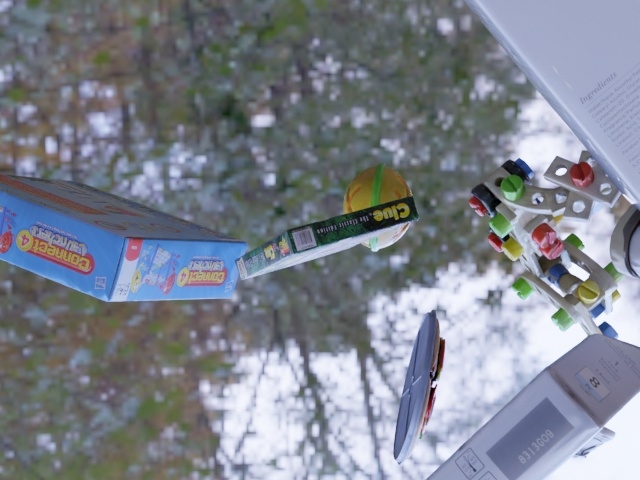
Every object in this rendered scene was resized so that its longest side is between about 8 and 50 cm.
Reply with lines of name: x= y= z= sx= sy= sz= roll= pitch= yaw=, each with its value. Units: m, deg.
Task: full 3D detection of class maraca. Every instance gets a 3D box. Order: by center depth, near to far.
maraca: x=0.084 y=-0.047 z=2.097 sx=0.099 sy=0.127 sz=0.186 roll=8 pitch=179 yaw=6

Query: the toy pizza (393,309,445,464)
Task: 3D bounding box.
toy pizza: x=0.129 y=0.187 z=1.840 sx=0.032 sy=0.201 sz=0.201 roll=13 pitch=-160 yaw=-1

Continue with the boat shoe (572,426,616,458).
boat shoe: x=0.429 y=0.330 z=2.403 sx=0.066 sy=0.063 sz=0.184 roll=26 pitch=168 yaw=-11

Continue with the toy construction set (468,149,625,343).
toy construction set: x=0.318 y=0.001 z=1.964 sx=0.151 sy=0.327 sz=0.215 roll=-31 pitch=-128 yaw=-16

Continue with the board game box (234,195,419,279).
board game box: x=0.000 y=0.000 z=1.523 sx=0.136 sy=0.030 sz=0.260 roll=-14 pitch=177 yaw=-15

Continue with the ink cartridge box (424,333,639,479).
ink cartridge box: x=0.250 y=0.215 z=1.648 sx=0.091 sy=0.308 sz=0.385 roll=47 pitch=-151 yaw=11

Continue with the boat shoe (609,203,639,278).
boat shoe: x=0.454 y=-0.067 z=1.636 sx=0.103 sy=0.113 sz=0.302 roll=22 pitch=-112 yaw=48

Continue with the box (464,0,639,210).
box: x=0.293 y=-0.203 z=1.484 sx=0.168 sy=0.345 sz=0.215 roll=-40 pitch=-171 yaw=8

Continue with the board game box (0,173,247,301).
board game box: x=-0.308 y=-0.006 z=1.968 sx=0.308 sy=0.086 sz=0.302 roll=19 pitch=-172 yaw=26
